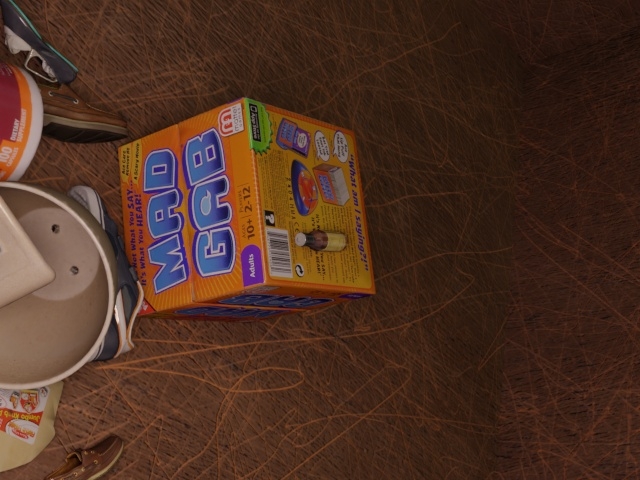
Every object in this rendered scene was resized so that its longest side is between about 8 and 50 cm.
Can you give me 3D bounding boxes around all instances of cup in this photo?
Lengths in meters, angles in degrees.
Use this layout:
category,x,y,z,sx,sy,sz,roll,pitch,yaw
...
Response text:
category,x,y,z,sx,sy,sz,roll,pitch,yaw
cup,-0.471,0.047,1.621,0.237,0.331,0.331,-73,140,-76

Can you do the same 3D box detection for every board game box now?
category,x,y,z,sx,sy,sz,roll,pitch,yaw
board game box,-0.149,-0.039,2.011,0.356,0.356,0.357,9,70,-52

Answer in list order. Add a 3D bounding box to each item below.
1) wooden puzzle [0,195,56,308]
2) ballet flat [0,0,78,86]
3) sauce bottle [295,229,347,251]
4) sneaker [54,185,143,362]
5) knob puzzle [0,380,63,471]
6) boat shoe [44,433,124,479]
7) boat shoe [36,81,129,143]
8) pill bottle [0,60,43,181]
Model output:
category,x,y,z,sx,sy,sz,roll,pitch,yaw
wooden puzzle,-0.606,-0.002,1.413,0.348,0.322,0.080,59,13,-23
ballet flat,-0.540,-0.360,1.852,0.203,0.074,0.074,49,42,-38
sauce bottle,0.000,0.000,1.858,0.128,0.042,0.042,5,73,-51
sneaker,-0.409,0.062,1.825,0.127,0.126,0.321,3,83,-50
knob puzzle,-0.527,0.294,1.654,0.213,0.030,0.213,25,58,-48
boat shoe,-0.414,0.393,1.741,0.178,0.064,0.060,-42,113,-49
boat shoe,-0.484,-0.247,1.845,0.307,0.110,0.104,4,76,-53
pill bottle,-0.647,-0.213,1.513,0.392,0.224,0.224,13,67,-51
